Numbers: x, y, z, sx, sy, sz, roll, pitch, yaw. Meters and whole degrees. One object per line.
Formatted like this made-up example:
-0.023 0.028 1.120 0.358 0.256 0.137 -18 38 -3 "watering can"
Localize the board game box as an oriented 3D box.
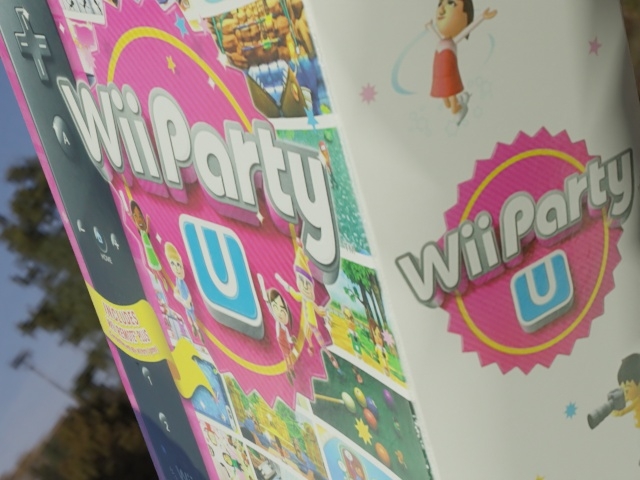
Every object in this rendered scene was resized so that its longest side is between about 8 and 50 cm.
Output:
0.000 0.000 0.439 0.097 0.303 0.224 -26 22 -26 "board game box"
